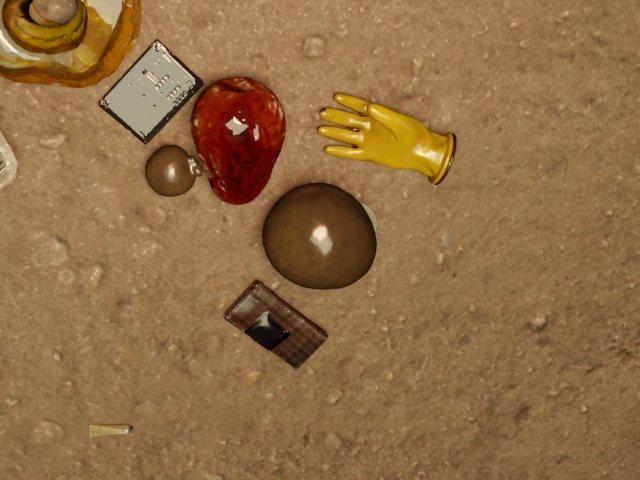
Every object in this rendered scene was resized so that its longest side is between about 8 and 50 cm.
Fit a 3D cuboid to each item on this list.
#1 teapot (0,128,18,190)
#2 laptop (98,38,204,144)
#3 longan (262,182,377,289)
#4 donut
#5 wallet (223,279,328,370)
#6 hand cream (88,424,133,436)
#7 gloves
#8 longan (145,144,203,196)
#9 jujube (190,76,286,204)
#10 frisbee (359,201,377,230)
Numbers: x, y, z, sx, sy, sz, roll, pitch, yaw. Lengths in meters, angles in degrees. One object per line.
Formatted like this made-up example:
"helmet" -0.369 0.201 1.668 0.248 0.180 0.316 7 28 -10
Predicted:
"teapot" -0.709 -0.136 1.492 0.163 0.221 0.178 -6 132 33
"laptop" -0.340 -0.296 1.556 0.180 0.016 0.129 -45 113 9
"longan" 0.000 0.000 1.645 0.248 0.248 0.248 -4 113 -10
"donut" -0.480 -0.412 1.384 0.330 0.160 0.330 -4 130 -5
"wallet" -0.102 0.199 1.798 0.230 0.042 0.124 39 97 -25
"hand cream" -0.495 0.449 1.831 0.102 0.022 0.035 0 112 -6
"gloves" 0.131 -0.216 1.651 0.295 0.116 0.133 17 101 -11
"longan" -0.299 -0.143 1.580 0.119 0.106 0.106 -8 115 14
"jujube" -0.166 -0.199 1.559 0.190 0.190 0.255 0 129 -12
"frisbee" 0.076 -0.035 1.753 0.110 0.014 0.110 -4 113 -10
